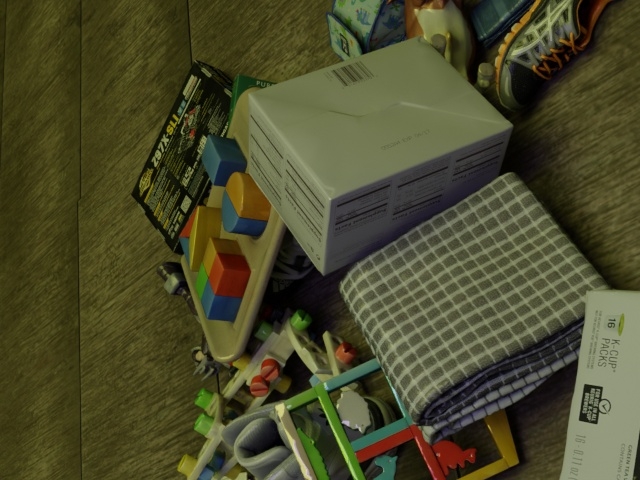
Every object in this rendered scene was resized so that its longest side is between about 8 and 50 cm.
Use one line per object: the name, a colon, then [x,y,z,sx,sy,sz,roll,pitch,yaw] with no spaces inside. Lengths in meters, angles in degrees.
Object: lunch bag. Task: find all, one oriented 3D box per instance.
lunch bag: [0.074,-0.349,1.501,0.129,0.096,0.151,54,133,42]

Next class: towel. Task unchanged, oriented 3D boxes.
towel: [0.187,0.070,1.093,0.283,0.121,0.235,-31,46,0]
towel: [0.265,-0.335,1.309,0.119,0.029,0.067,-42,48,35]

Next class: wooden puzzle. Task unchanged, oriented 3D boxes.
wooden puzzle: [-0.143,-0.036,1.446,0.348,0.080,0.322,-65,29,23]

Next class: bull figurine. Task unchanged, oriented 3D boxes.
bull figurine: [0.168,-0.308,1.317,0.188,0.101,0.311,109,151,-77]

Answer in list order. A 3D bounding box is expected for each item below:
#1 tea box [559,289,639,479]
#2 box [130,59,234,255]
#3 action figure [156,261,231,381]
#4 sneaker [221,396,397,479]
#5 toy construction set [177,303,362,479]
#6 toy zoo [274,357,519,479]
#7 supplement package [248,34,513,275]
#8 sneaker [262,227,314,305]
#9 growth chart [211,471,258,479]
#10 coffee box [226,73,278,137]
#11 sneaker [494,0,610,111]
tea box: [0.397,0.227,0.794,0.323,0.220,0.329,1,78,50]
box: [-0.240,-0.161,1.820,0.322,0.079,0.257,-62,38,14]
action figure: [-0.189,0.125,1.646,0.185,0.099,0.285,-46,49,20]
sneaker: [-0.066,0.349,1.317,0.366,0.210,0.137,-52,43,25]
toy construction set: [-0.082,0.225,1.423,0.327,0.151,0.215,-38,18,21]
toy zoo: [0.113,0.232,1.152,0.293,0.030,0.192,-24,73,-2]
supplement package: [0.067,-0.114,1.171,0.204,0.261,0.145,53,154,33]
sneaker: [0.001,0.000,1.432,0.447,0.169,0.258,30,108,59]
growth chart: [-0.164,0.467,1.546,0.237,0.021,0.172,-14,67,47]
coffee box: [-0.109,-0.195,1.644,0.040,0.113,0.184,149,127,-68]
sneaker: [0.303,-0.262,1.199,0.083,0.084,0.215,41,110,39]
